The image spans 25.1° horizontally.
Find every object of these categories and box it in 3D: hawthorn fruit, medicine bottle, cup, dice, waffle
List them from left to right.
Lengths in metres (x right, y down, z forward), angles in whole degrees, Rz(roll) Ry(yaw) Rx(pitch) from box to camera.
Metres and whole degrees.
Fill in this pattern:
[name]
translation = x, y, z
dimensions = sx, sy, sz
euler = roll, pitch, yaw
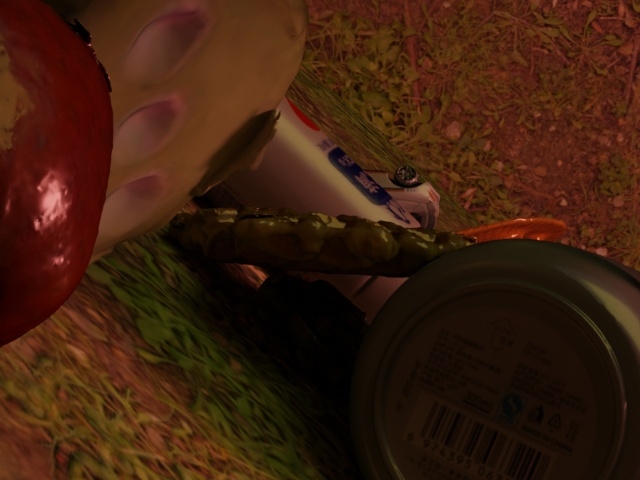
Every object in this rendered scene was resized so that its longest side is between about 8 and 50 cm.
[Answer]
[hawthorn fruit]
translation = -0.176, -0.027, 0.628
dimensions = 0.185, 0.185, 0.202
euler = 35, 17, -38
[dice]
translation = -0.178, -0.145, 0.890
dimensions = 0.254, 0.252, 0.250
euler = 51, 13, 27
[waffle]
translation = 0.000, 0.002, 1.187
dimensions = 0.291, 0.051, 0.291
euler = 4, -1, 0
[medicine bottle]
translation = 0.019, -0.002, 1.404
dimensions = 0.341, 0.130, 0.130
euler = 44, 10, 4
[cup]
translation = 0.203, 0.096, 1.077
dimensions = 0.259, 0.357, 0.274
euler = 51, 14, 19

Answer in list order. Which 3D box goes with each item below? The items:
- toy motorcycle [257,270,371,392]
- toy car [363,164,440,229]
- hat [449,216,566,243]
[toy motorcycle]
translation = 0.009, 0.078, 1.231
dimensions = 0.193, 0.061, 0.124
euler = 36, 15, -52
[toy car]
translation = 0.024, -0.037, 1.515
dimensions = 0.205, 0.095, 0.056
euler = 5, 52, -1
[hat]
translation = 0.180, 0.121, 1.571
dimensions = 0.244, 0.233, 0.233
euler = 6, 63, -55
